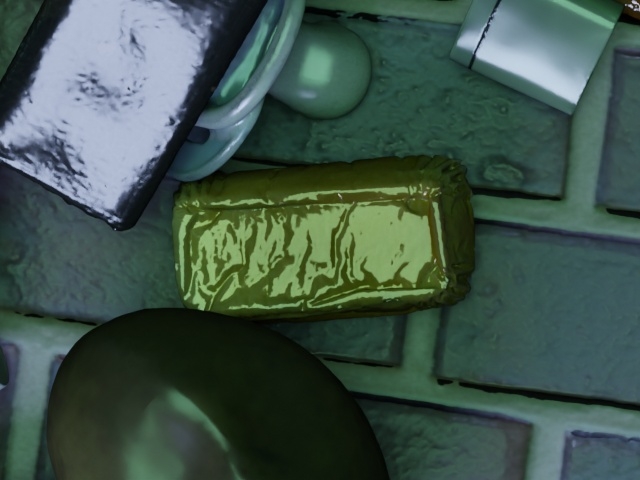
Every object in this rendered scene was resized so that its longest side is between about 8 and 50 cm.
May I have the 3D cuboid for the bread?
[{"bbox_3d":[0.000,0.000,1.781,0.288,0.119,0.152,-5,90,7],"label":"bread"}]

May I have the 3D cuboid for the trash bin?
[{"bbox_3d":[0.200,-0.194,1.785,0.130,0.059,0.116,26,120,5],"label":"trash bin"}]

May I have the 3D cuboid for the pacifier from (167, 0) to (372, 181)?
[{"bbox_3d":[-0.041,-0.170,1.786,0.207,0.227,0.279,22,90,-33],"label":"pacifier"}]

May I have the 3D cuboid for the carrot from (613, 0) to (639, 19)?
[{"bbox_3d":[0.281,-0.237,1.803,0.224,0.057,0.057,28,90,2],"label":"carrot"}]

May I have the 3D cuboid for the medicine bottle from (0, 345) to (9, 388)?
[{"bbox_3d":[-0.425,0.146,1.806,0.247,0.147,0.147,-26,85,3],"label":"medicine bottle"}]

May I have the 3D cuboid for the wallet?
[{"bbox_3d":[-0.170,-0.165,1.676,0.170,0.044,0.321,27,120,-12],"label":"wallet"}]

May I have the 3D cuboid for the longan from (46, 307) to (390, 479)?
[{"bbox_3d":[-0.088,0.210,1.696,0.288,0.288,0.350,-44,89,2],"label":"longan"}]
